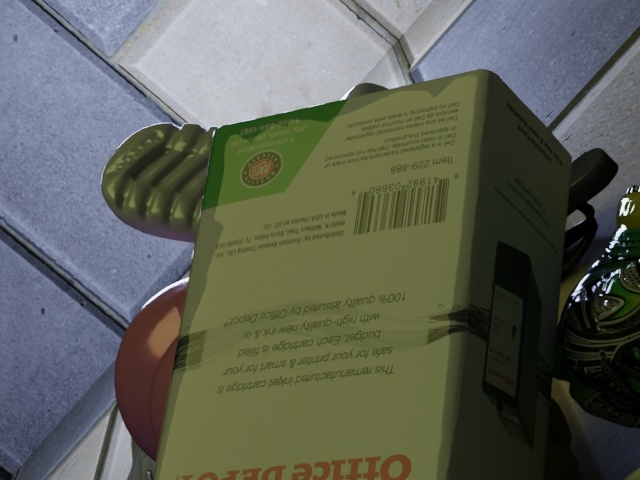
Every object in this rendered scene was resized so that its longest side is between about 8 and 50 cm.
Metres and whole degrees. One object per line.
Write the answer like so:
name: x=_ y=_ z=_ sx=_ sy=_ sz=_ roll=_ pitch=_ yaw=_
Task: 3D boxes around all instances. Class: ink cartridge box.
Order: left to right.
ink cartridge box: x=0.027 y=0.062 z=1.222 sx=0.211 sy=0.121 sz=0.289 roll=-9 pitch=59 yaw=32

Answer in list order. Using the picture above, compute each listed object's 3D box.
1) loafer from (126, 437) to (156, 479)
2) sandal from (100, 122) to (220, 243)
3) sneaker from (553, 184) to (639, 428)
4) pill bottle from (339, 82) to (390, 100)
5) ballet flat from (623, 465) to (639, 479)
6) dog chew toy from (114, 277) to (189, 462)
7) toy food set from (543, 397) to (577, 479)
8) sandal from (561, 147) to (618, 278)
loafer: x=-0.147 y=0.230 z=2.126 sx=0.111 sy=0.112 sz=0.319 roll=-39 pitch=21 yaw=27
sandal: x=-0.024 y=-0.016 z=1.950 sx=0.169 sy=0.416 sz=0.102 roll=-54 pitch=-32 yaw=-23
sneaker: x=0.222 y=0.052 z=1.142 sx=0.146 sy=0.134 sz=0.343 roll=-58 pitch=2 yaw=-5
pill bottle: x=0.000 y=0.000 z=2.104 sx=0.318 sy=0.176 sz=0.176 roll=-45 pitch=11 yaw=24
ballet flat: x=0.162 y=0.180 z=0.999 sx=0.077 sy=0.077 sz=0.231 roll=-39 pitch=15 yaw=45
dog chew toy: x=-0.076 y=0.147 z=1.860 sx=0.206 sy=0.206 sz=0.332 roll=-50 pitch=18 yaw=-2
toy food set: x=0.095 y=0.201 z=1.282 sx=0.218 sy=0.071 sz=0.128 roll=-46 pitch=-16 yaw=4
sandal: x=0.181 y=0.012 z=1.661 sx=0.097 sy=0.054 sz=0.254 roll=-49 pitch=-3 yaw=-44
